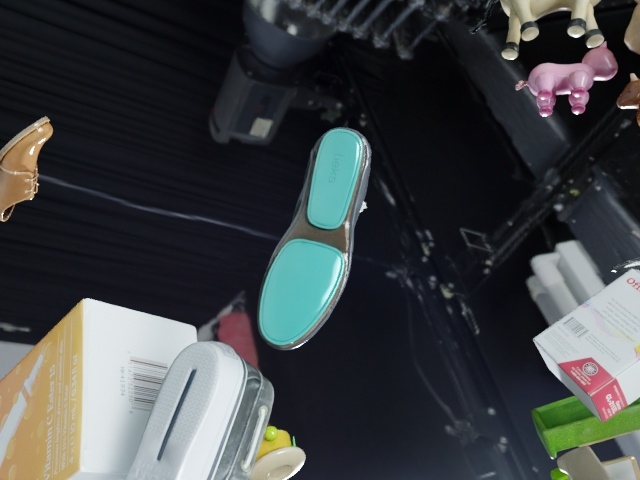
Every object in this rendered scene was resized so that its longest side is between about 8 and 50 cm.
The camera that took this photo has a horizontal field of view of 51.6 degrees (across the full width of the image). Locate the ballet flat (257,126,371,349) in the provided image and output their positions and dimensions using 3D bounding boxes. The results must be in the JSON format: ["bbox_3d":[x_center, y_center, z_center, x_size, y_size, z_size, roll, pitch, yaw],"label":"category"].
[{"bbox_3d":[0.000,0.000,0.593,0.074,0.074,0.203,7,-102,62],"label":"ballet flat"}]

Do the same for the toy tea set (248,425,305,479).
[{"bbox_3d":[-0.135,0.334,0.985,0.124,0.200,0.336,58,-34,41],"label":"toy tea set"}]

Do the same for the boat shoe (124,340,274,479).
[{"bbox_3d":[-0.128,0.265,0.616,0.121,0.119,0.335,6,-113,49],"label":"boat shoe"}]

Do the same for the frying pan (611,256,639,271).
[{"bbox_3d":[0.648,0.001,1.147,0.197,0.326,0.053,9,72,-79],"label":"frying pan"}]

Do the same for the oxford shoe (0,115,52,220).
[{"bbox_3d":[-0.458,-0.108,1.016,0.212,0.076,0.076,-40,-169,31],"label":"oxford shoe"}]

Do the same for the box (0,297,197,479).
[{"bbox_3d":[-0.319,0.265,0.861,0.345,0.168,0.215,-39,-133,29],"label":"box"}]

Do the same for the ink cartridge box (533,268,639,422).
[{"bbox_3d":[0.403,0.138,0.893,0.175,0.072,0.127,-35,-148,1],"label":"ink cartridge box"}]

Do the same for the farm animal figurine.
[{"bbox_3d":[0.394,-0.261,0.747,0.327,0.330,0.172,-26,-133,49],"label":"farm animal figurine"}]

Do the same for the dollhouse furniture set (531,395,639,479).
[{"bbox_3d":[0.404,0.341,0.858,0.301,0.151,0.197,-56,127,-80],"label":"dollhouse furniture set"}]
